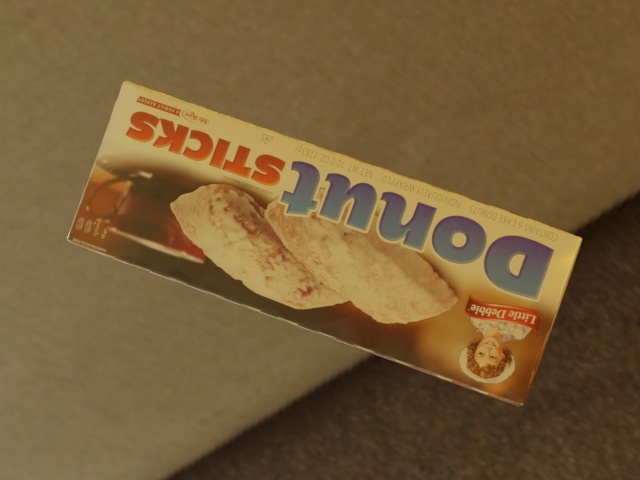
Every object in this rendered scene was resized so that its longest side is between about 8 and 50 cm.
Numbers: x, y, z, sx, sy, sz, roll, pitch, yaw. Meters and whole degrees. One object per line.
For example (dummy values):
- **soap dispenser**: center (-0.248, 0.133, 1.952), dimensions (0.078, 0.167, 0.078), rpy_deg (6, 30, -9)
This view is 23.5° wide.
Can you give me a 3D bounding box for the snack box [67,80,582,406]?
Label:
- **snack box**: center (0.000, 0.000, 0.560), dimensions (0.178, 0.022, 0.064), rpy_deg (19, 88, 11)
